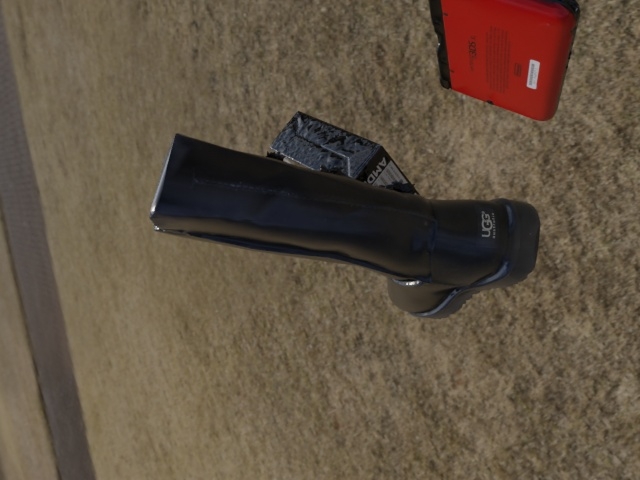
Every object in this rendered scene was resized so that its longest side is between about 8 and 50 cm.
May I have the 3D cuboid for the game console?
[{"bbox_3d":[0.109,-0.155,0.406,0.124,0.144,0.085,25,85,19],"label":"game console"}]

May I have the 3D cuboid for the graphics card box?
[{"bbox_3d":[0.095,-0.064,1.166,0.094,0.371,0.232,-52,44,-4],"label":"graphics card box"}]

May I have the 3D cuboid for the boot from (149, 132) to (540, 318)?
[{"bbox_3d":[0.001,-0.001,0.871,0.367,0.444,0.146,129,145,-67],"label":"boot"}]
